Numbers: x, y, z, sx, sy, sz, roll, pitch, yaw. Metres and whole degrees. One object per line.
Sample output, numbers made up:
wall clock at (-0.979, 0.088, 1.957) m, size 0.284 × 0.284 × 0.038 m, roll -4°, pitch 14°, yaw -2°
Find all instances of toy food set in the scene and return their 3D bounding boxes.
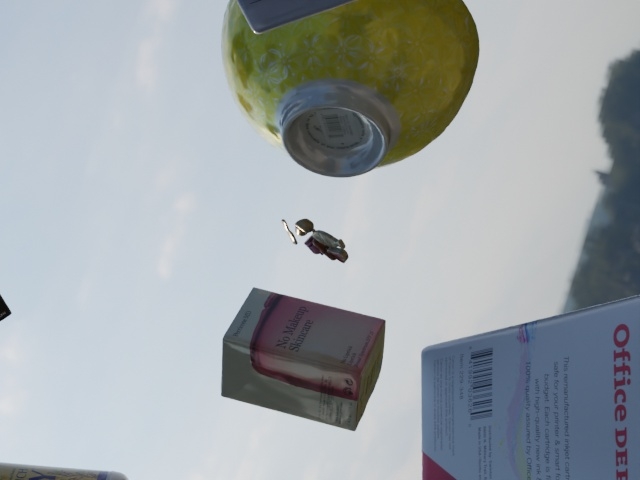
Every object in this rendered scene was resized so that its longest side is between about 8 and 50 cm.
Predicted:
toy food set at (0.000, 0.000, 2.092) m, size 0.019 × 0.122 × 0.078 m, roll -49°, pitch -40°, yaw -21°

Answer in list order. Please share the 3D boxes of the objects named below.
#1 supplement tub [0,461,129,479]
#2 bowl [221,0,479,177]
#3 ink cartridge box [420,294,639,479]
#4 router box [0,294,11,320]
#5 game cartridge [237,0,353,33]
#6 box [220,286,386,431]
supplement tub at (-0.471, 0.468, 2.233) m, size 0.241 × 0.331 × 0.241 m, roll -175°, pitch 90°, yaw -87°
bowl at (0.024, -0.163, 1.557) m, size 0.289 × 0.289 × 0.156 m, roll 91°, pitch -174°, yaw -50°
ink cartridge box at (0.233, 0.191, 1.317) m, size 0.131 × 0.306 × 0.226 m, roll 13°, pitch -109°, yaw -35°
router box at (-0.690, 0.126, 2.331) m, size 0.309 × 0.243 × 0.081 m, roll -34°, pitch -52°, yaw -15°
game cartridge at (0.044, -0.247, 1.106) m, size 0.060 × 0.196 × 0.294 m, roll 62°, pitch -153°, yaw -18°
box at (-0.027, 0.187, 2.283) m, size 0.148 × 0.232 × 0.127 m, roll -61°, pitch -19°, yaw -51°
